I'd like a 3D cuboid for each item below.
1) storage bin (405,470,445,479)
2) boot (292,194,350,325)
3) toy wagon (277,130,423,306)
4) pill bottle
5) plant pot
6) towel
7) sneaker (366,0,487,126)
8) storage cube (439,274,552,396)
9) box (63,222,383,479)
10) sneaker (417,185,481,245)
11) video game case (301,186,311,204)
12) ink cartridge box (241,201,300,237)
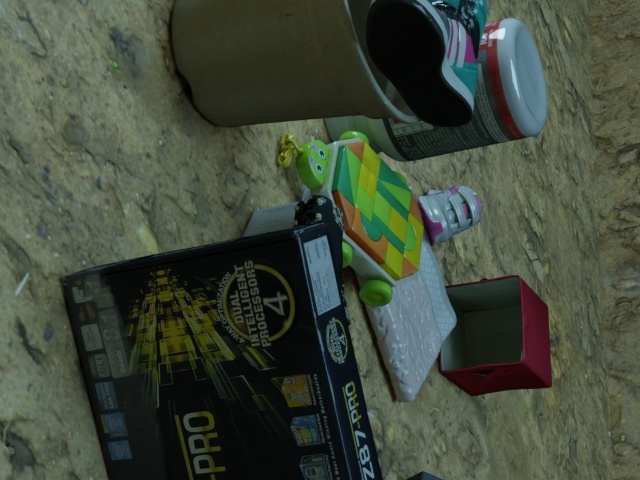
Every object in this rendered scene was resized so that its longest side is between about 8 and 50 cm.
[{"bbox_3d":[0.191,0.485,2.194,0.091,0.098,0.135,32,47,-21],"label":"storage bin"},{"bbox_3d":[-0.028,0.011,1.718,0.236,0.085,0.179,44,39,-54],"label":"boot"},{"bbox_3d":[0.057,-0.063,2.074,0.344,0.068,0.267,44,41,-36],"label":"toy wagon"},{"bbox_3d":[0.201,-0.255,2.174,0.210,0.362,0.210,34,51,-56],"label":"pill bottle"},{"bbox_3d":[-0.034,-0.304,1.778,0.334,0.305,0.334,34,50,-56],"label":"plant pot"},{"bbox_3d":[0.159,0.090,2.314,0.317,0.053,0.332,-47,121,-59],"label":"towel"},{"bbox_3d":[0.149,-0.299,1.650,0.295,0.123,0.179,51,42,-58],"label":"sneaker"},{"bbox_3d":[0.364,0.200,2.539,0.193,0.183,0.215,40,46,-54],"label":"storage cube"},{"bbox_3d":[-0.105,0.198,1.420,0.097,0.318,0.395,-21,101,-63],"label":"box"},{"bbox_3d":[0.269,-0.063,2.497,0.252,0.111,0.103,-52,127,-69],"label":"sneaker"},{"bbox_3d":[0.000,0.000,2.059,0.143,0.019,0.157,56,34,-40],"label":"video game case"},{"bbox_3d":[-0.062,0.069,1.821,0.154,0.093,0.212,63,32,-30],"label":"ink cartridge box"}]
